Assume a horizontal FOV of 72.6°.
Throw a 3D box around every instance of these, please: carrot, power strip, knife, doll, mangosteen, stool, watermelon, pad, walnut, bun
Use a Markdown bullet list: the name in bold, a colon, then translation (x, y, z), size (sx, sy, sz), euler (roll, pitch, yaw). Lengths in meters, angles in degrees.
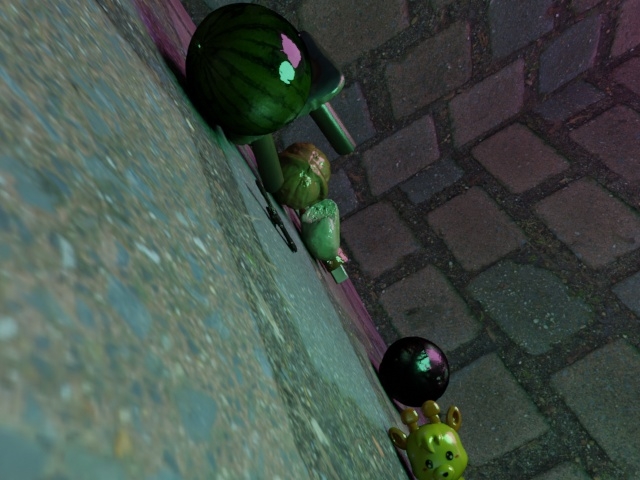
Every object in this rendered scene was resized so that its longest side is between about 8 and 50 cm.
- **carrot**: translation (-0.003, -0.012, 1.579), size (0.263, 0.101, 0.102), euler (57, 3, -5)
- **power strip**: translation (0.000, 0.000, 1.814), size (0.386, 0.062, 0.091), euler (61, 0, -3)
- **knife**: translation (-0.092, -0.040, 0.937), size (0.222, 0.021, 0.046), euler (63, 1, -44)
- **doll**: translation (0.227, 0.419, 0.831), size (0.135, 0.142, 0.221), euler (28, 39, -82)
- **mangosteen**: translation (0.268, 0.398, 1.327), size (0.212, 0.211, 0.250), euler (60, -28, -1)
- **stool**: translation (-0.089, -0.332, 1.121), size (0.311, 0.310, 0.226), euler (65, 4, 38)
- **watermelon**: translation (-0.137, -0.323, 0.841), size (0.243, 0.242, 0.242), euler (60, 3, -4)
- **pad**: translation (0.280, 0.583, 1.375), size (0.127, 0.004, 0.190), euler (62, 4, 33)
- **walnut**: translation (-0.061, -0.189, 1.296), size (0.198, 0.198, 0.245), euler (60, -16, 1)
- **bun**: translation (-0.003, -0.033, 1.427), size (0.212, 0.126, 0.204), euler (-35, 121, -82)
